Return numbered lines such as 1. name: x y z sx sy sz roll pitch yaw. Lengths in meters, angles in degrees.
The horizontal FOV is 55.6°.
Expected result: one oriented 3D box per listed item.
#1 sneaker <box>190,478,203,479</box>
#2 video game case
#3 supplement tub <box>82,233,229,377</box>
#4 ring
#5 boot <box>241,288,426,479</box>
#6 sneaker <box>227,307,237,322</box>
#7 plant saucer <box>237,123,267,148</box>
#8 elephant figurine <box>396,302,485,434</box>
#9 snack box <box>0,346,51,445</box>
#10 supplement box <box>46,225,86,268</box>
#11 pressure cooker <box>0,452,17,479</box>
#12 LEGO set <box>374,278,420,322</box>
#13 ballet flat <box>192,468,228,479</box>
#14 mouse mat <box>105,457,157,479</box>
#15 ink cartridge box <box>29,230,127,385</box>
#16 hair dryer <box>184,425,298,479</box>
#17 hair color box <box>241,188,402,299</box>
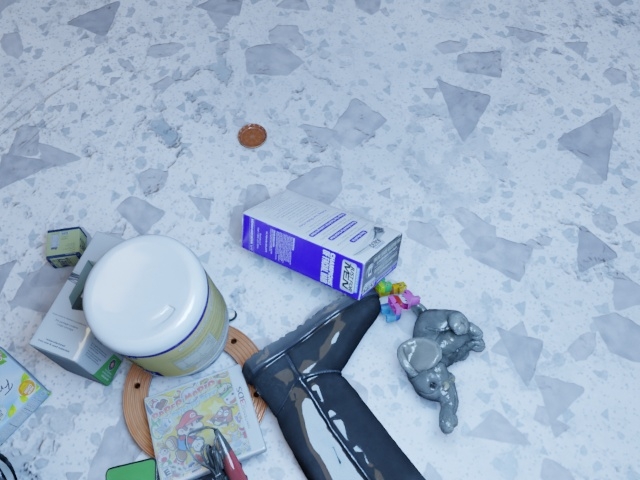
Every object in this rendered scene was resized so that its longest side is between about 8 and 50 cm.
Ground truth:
1. sneaker: -0.271 0.595 1.216 0.085 0.086 0.238 12 82 41
2. video game case: -0.253 0.399 1.320 0.226 0.026 0.207 -19 56 -8
3. supplement tub: -0.326 0.154 1.280 0.240 0.331 0.241 -1 66 3
4. ring: -0.283 0.347 1.394 0.336 0.032 0.337 0 63 0
5. boot: 0.094 0.367 1.315 0.366 0.146 0.445 -33 67 -12
6. sneaker: -0.256 0.175 1.472 0.108 0.044 0.040 7 62 2
7. plant saucer: -0.193 -0.295 1.723 0.083 0.013 0.084 0 63 0
8. elephant figurine: 0.246 0.274 1.351 0.169 0.186 0.239 45 68 -14
9. snack box: -0.750 0.366 1.366 0.174 0.070 0.207 35 70 17
10. supplement box: -0.646 0.018 1.546 0.083 0.056 0.083 -8 63 -4
11. pressure cooker: -0.751 0.556 1.107 0.419 0.370 0.376 0 53 -1
12. LEGO set: 0.176 0.116 1.464 0.093 0.087 0.227 -11 37 -15
13. ballet flat: -0.284 0.533 1.280 0.203 0.074 0.074 -37 69 -14
14. mouse mat: -0.395 0.560 1.260 0.152 0.007 0.190 -21 62 25
15. ink cartridge box: -0.497 0.157 1.391 0.121 0.211 0.289 17 64 11
16. hair dryer: -0.146 0.502 1.208 0.293 0.080 0.224 24 63 -34
17. hair color box: 0.000 0.000 1.444 0.338 0.110 0.185 21 33 27
